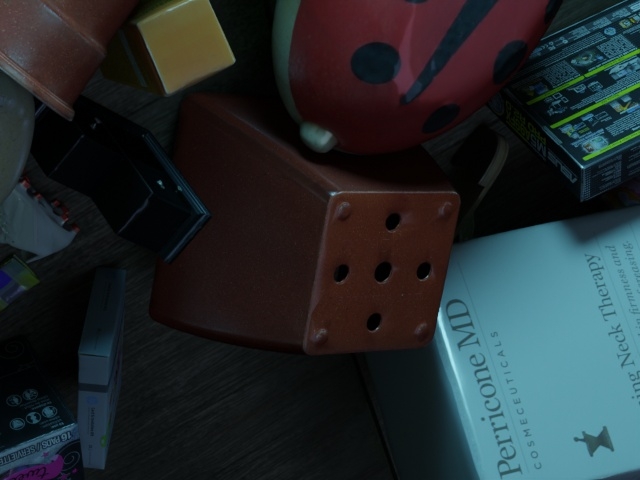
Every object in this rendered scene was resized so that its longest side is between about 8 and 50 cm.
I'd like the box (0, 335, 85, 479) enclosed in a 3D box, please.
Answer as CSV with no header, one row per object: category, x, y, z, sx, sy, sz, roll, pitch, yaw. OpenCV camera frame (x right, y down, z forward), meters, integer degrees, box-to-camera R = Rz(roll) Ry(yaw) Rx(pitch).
box,-0.407,0.244,1.974,0.247,0.163,0.142,-21,137,-20

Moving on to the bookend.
bookend,-0.217,-0.070,1.824,0.072,0.156,0.157,-49,139,13

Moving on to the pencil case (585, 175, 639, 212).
pencil case,0.506,-0.087,2.405,0.284,0.124,0.124,-36,141,-2

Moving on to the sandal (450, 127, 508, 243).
sandal,0.174,-0.027,2.224,0.079,0.088,0.240,24,106,-42

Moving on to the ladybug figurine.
ladybug figurine,0.130,-0.272,1.813,0.305,0.162,0.449,34,87,-36

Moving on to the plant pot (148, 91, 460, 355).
plant pot,0.000,0.000,1.938,0.267,0.236,0.267,-1,109,-37

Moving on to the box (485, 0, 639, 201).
box,0.362,-0.181,2.118,0.270,0.216,0.060,-26,140,-16

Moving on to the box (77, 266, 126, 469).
box,-0.252,0.147,2.021,0.038,0.145,0.186,7,130,-2

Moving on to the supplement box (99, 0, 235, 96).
supplement box,-0.161,-0.194,1.689,0.078,0.233,0.080,-28,106,-15

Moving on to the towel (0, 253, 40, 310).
towel,-0.356,0.055,1.953,0.083,0.009,0.060,-38,140,-1

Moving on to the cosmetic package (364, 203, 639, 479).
cosmetic package,0.302,0.183,2.211,0.394,0.329,0.327,-12,159,-15

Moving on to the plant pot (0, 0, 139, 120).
plant pot,-0.234,-0.291,1.532,0.265,0.272,0.272,-49,141,1

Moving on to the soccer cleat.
soccer cleat,-0.325,-0.035,1.848,0.076,0.068,0.196,-36,144,2

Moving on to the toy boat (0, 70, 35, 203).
toy boat,-0.430,-0.057,1.698,0.267,0.148,0.318,6,118,-35
